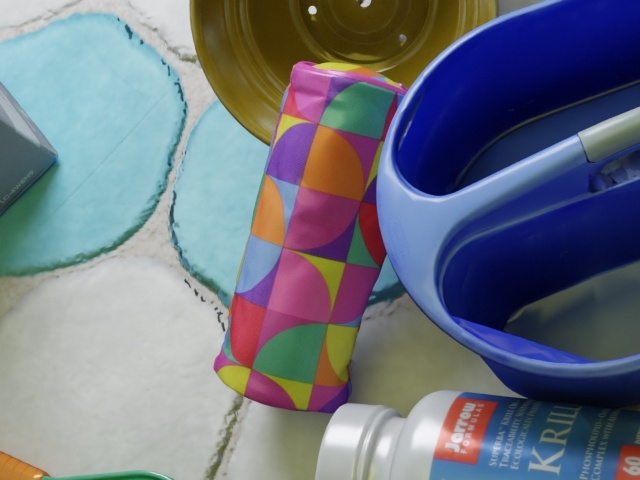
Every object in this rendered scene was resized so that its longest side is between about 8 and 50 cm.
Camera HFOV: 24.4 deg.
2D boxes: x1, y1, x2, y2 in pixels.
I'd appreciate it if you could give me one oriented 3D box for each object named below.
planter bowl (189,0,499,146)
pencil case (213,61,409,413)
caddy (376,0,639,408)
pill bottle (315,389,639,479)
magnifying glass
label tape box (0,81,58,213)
[{"bbox_3d":[0.024,-0.166,1.051,0.217,0.090,0.217,4,107,13],"label":"planter bowl"},{"bbox_3d":[0.000,0.000,0.983,0.104,0.104,0.236,19,99,25],"label":"pencil case"},{"bbox_3d":[0.206,-0.040,0.895,0.341,0.179,0.241,-20,65,5],"label":"caddy"},{"bbox_3d":[0.114,0.157,0.904,0.222,0.124,0.124,4,73,21],"label":"pill bottle"},{"bbox_3d":[-0.181,0.188,1.056,0.231,0.026,0.092,18,79,25],"label":"magnifying glass"},{"bbox_3d":[-0.371,-0.163,1.069,0.115,0.348,0.249,-42,63,2],"label":"label tape box"}]
